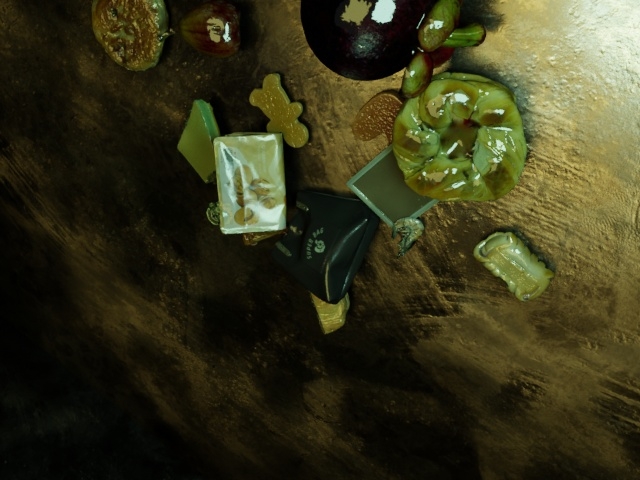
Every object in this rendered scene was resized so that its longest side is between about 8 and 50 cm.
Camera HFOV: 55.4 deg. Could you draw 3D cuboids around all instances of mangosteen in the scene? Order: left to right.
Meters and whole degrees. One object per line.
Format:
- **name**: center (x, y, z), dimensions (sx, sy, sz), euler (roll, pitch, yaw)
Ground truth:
- **mangosteen**: center (0.167, -0.547, 1.470), dimensions (0.435, 0.382, 0.382), euler (37, 130, -12)

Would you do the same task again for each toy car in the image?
- **toy car**: center (-0.324, -0.120, 2.170), dimensions (0.186, 0.058, 0.093), euler (-25, 101, 25)

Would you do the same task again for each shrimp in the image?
- **shrimp**: center (0.260, -0.012, 1.903), dimensions (0.091, 0.034, 0.161), euler (28, 128, 6)

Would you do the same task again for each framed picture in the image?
- **framed picture**: center (0.247, -0.175, 1.811), dimensions (0.231, 0.018, 0.293), euler (43, 130, -11)

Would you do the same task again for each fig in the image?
- **fig**: center (-0.365, -0.635, 1.845), dimensions (0.275, 0.145, 0.169), euler (0, 115, 14)

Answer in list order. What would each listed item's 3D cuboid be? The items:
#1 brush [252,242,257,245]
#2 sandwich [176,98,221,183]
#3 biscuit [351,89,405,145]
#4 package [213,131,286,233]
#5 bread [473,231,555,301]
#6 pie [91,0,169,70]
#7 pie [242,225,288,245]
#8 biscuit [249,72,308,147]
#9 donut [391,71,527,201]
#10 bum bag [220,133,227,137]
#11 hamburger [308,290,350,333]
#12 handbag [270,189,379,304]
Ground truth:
- **brush**: center (-0.218, -0.093, 2.123), dimensions (0.072, 0.067, 0.312), euler (33, 129, 9)
- **sandwich**: center (-0.374, -0.322, 2.050), dimensions (0.212, 0.063, 0.245), euler (50, 140, 10)
- **biscuit**: center (0.198, -0.329, 1.765), dimensions (0.192, 0.036, 0.186), euler (44, 128, -1)
- **package**: center (-0.231, -0.192, 1.974), dimensions (0.222, 0.165, 0.310), euler (-6, 104, -11)
- **bread**: center (0.559, 0.069, 1.750), dimensions (0.225, 0.081, 0.134), euler (47, 123, 2)
- **pie**: center (-0.628, -0.708, 2.005), dimensions (0.316, 0.092, 0.314), euler (13, 121, 22)
- **pie**: center (-0.197, -0.039, 2.129), dimensions (0.191, 0.033, 0.088), euler (-16, 135, 17)
- **biscuit**: center (-0.119, -0.399, 1.913), dimensions (0.158, 0.035, 0.240), euler (-29, 99, 40)
- **donut**: center (0.365, -0.260, 1.596), dimensions (0.361, 0.170, 0.360), euler (8, 121, 13)
- **bum bag**: center (-0.269, -0.301, 2.047), dimensions (0.198, 0.049, 0.087), euler (23, 133, 20)
- **hamburger**: center (0.031, 0.183, 2.104), dimensions (0.131, 0.124, 0.261), euler (-12, 115, 15)
- **handbag**: center (0.000, 0.000, 1.959), dimensions (0.288, 0.152, 0.342), euler (27, 97, 25)
